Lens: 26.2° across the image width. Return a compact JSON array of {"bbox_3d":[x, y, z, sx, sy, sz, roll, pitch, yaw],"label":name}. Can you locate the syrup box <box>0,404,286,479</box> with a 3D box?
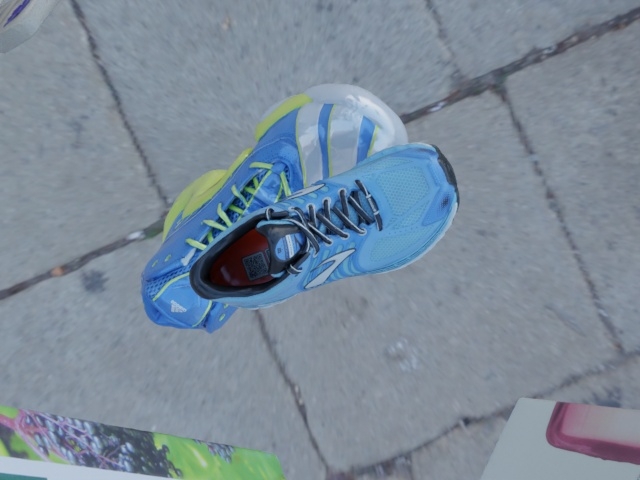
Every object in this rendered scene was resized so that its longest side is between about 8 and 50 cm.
[{"bbox_3d":[-0.092,0.103,0.341,0.096,0.237,0.093,-32,63,19],"label":"syrup box"}]

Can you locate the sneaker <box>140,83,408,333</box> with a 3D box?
[{"bbox_3d":[-0.038,-0.003,0.862,0.091,0.240,0.126,36,54,-14],"label":"sneaker"}]

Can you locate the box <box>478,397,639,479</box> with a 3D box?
[{"bbox_3d":[0.278,0.237,1.231,0.148,0.232,0.127,46,62,-32],"label":"box"}]

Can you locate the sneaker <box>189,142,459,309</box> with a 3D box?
[{"bbox_3d":[0.000,0.000,0.735,0.162,0.073,0.063,-27,86,21],"label":"sneaker"}]

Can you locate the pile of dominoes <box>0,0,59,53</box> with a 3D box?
[{"bbox_3d":[-0.131,-0.171,0.647,0.040,0.196,0.251,43,58,-25],"label":"pile of dominoes"}]
